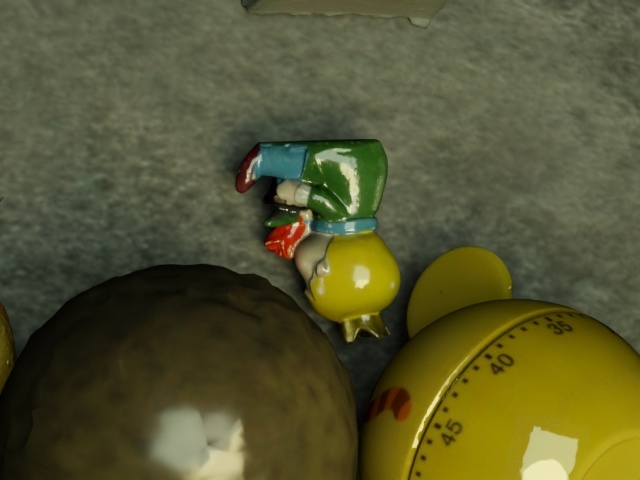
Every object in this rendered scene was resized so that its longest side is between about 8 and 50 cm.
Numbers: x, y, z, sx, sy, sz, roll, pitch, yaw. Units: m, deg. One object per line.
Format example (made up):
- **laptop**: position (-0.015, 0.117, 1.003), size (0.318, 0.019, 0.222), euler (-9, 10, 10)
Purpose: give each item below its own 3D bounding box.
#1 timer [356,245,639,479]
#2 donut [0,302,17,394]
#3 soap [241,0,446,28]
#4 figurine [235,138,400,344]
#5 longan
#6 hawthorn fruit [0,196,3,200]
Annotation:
- **timer**: position (0.185, 0.216, 1.856), size (0.376, 0.387, 0.376), euler (-16, 117, -35)
- **donut**: position (-0.431, 0.139, 1.808), size (0.253, 0.118, 0.254), euler (-3, 100, -19)
- **soap**: position (0.043, -0.412, 1.992), size (0.257, 0.159, 0.302), euler (-1, 84, -16)
- **figurine**: position (-0.003, 0.002, 1.957), size (0.185, 0.127, 0.234), euler (-2, 99, -6)
- **longan**: position (-0.150, 0.206, 1.759), size (0.391, 0.391, 0.391), euler (2, 84, -18)
- **hawthorn fruit**: position (-0.370, -0.015, 1.843), size (0.066, 0.103, 0.067), euler (22, 53, -32)
